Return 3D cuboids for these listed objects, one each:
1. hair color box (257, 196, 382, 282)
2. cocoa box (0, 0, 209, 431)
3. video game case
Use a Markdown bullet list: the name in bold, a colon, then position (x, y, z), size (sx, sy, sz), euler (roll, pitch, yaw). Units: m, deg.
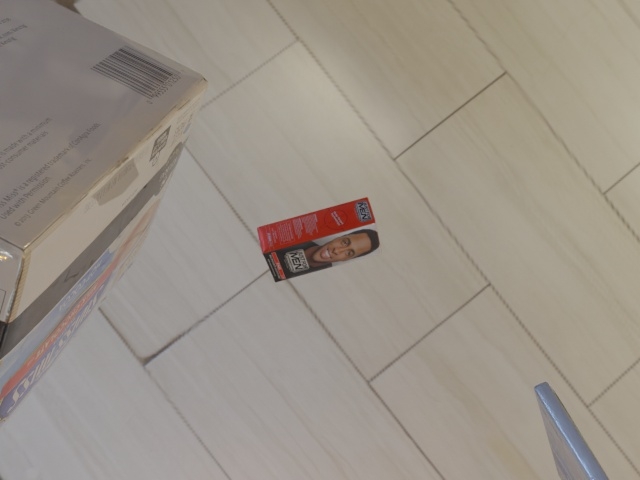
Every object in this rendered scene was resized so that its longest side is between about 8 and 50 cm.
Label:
- **hair color box**: position (0.000, 0.000, 0.984), size (0.141, 0.072, 0.043), euler (-16, 55, 2)
- **cocoa box**: position (-0.281, -0.036, 0.660), size (0.231, 0.347, 0.228), euler (26, 121, -2)
- **video game case**: position (0.330, 0.307, 0.974), size (0.023, 0.212, 0.193), euler (-23, 125, 1)
